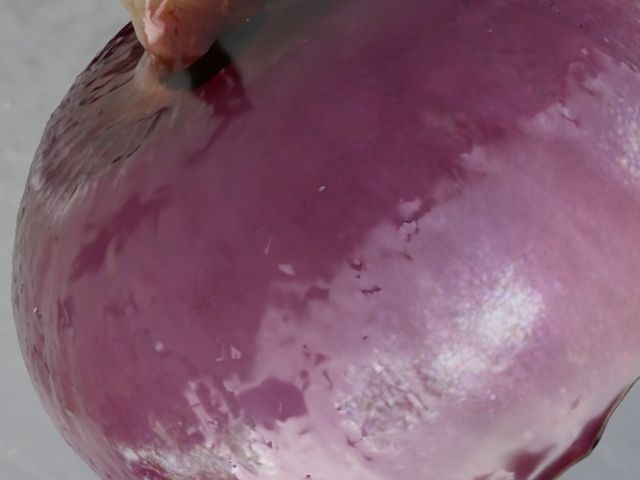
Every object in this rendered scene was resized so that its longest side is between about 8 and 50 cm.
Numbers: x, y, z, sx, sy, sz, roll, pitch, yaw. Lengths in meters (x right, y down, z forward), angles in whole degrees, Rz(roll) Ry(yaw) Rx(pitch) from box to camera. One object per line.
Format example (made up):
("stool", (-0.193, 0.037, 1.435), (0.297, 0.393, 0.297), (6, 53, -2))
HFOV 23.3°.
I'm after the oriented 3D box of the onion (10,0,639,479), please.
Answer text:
("onion", (0.013, -0.039, 0.729), (0.358, 0.358, 0.345), (-28, 135, -18))
